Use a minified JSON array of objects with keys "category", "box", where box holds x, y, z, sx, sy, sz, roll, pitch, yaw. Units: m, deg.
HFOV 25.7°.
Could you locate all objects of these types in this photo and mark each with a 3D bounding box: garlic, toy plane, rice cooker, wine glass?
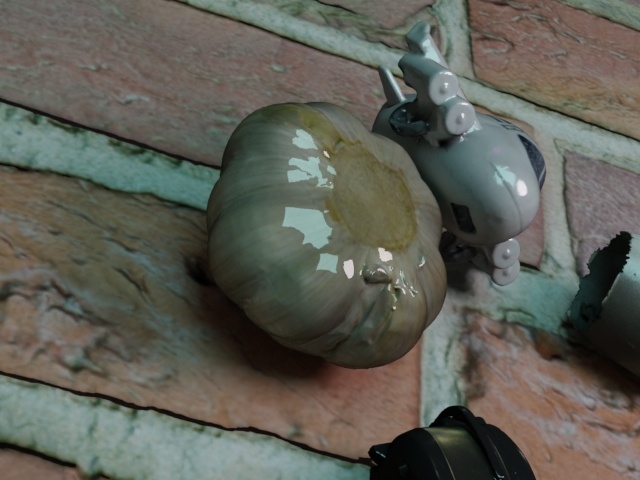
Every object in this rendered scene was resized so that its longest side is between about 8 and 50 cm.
[{"category":"garlic","box":[0.002,-0.001,1.140,0.228,0.152,0.228,29,46,-35]},{"category":"toy plane","box":[0.119,-0.076,1.251,0.118,0.252,0.252,-27,62,-7]},{"category":"rice cooker","box":[0.102,0.206,1.029,0.106,0.112,0.165,-7,53,-27]},{"category":"wine glass","box":[0.354,0.089,1.279,0.241,0.126,0.126,28,42,-5]}]
